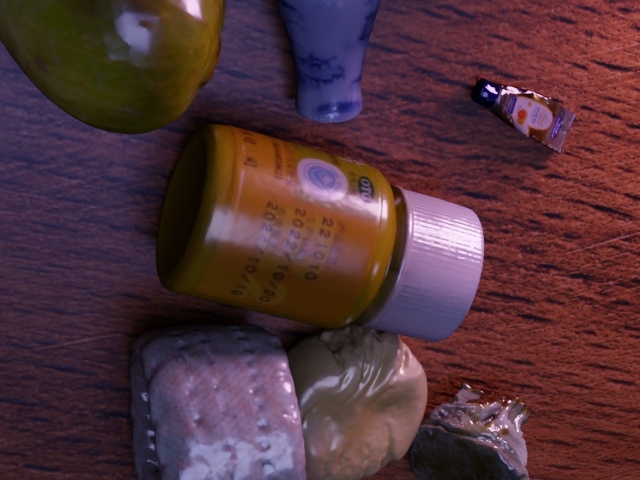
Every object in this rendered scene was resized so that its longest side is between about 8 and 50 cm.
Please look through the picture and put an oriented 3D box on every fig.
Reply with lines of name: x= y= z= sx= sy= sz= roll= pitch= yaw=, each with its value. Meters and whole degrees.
fig: x=-0.266 y=-0.277 z=1.692 sx=0.326 sy=0.258 sz=0.258 roll=33 pitch=98 yaw=-10

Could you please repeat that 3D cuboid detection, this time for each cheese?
cheese: x=0.044 y=0.229 z=2.026 sx=0.214 sy=0.117 sz=0.226 roll=-11 pitch=116 yaw=-15

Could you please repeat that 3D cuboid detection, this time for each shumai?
shumai: x=0.223 y=0.292 z=2.105 sx=0.142 sy=0.184 sz=0.184 roll=-42 pitch=123 yaw=-45

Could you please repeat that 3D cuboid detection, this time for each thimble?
thimble: x=-0.139 y=0.258 z=1.901 sx=0.195 sy=0.291 sz=0.292 roll=-6 pitch=110 yaw=-14

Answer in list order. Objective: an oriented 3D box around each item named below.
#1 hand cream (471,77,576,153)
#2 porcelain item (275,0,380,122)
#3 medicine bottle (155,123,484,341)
hand cream: x=0.280 y=-0.175 z=1.988 sx=0.163 sy=0.039 sz=0.062 roll=22 pitch=86 yaw=-23
porcelain item: x=0.010 y=-0.282 z=1.827 sx=0.141 sy=0.141 sz=0.259 roll=-8 pitch=118 yaw=-13
medicine bottle: x=0.000 y=0.000 z=1.868 sx=0.384 sy=0.224 sz=0.224 roll=15 pitch=104 yaw=-19
